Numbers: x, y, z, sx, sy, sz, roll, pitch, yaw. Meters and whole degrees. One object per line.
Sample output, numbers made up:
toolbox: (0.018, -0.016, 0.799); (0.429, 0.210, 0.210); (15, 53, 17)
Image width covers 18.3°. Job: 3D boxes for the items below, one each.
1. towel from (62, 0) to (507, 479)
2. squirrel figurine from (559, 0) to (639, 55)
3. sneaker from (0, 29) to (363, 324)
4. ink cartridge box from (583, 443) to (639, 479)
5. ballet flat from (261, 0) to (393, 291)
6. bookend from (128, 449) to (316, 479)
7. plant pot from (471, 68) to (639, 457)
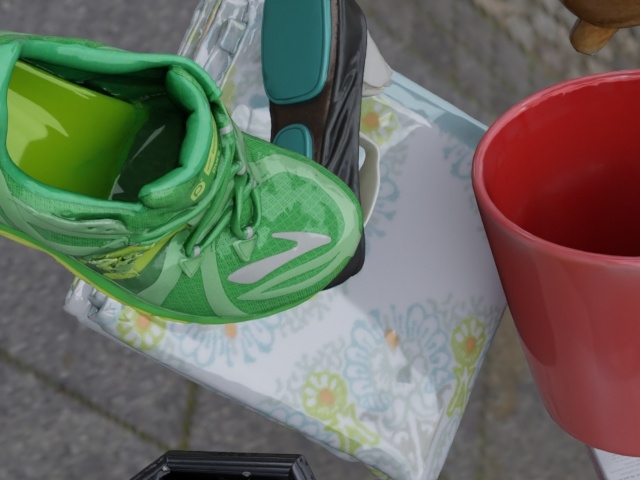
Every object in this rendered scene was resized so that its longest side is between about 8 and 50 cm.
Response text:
towel: (0.000, 0.000, 1.707); (0.374, 0.090, 0.320); (29, 79, -22)
squirrel figurine: (0.248, -0.297, 1.311); (0.370, 0.397, 0.281); (-44, 134, -12)
sneaker: (-0.081, -0.025, 0.966); (0.295, 0.123, 0.109); (18, 77, -42)
ink cartridge box: (0.373, 0.215, 2.070); (0.371, 0.176, 0.069); (-109, -178, -45)
ballet flat: (0.003, -0.098, 1.561); (0.096, 0.095, 0.280); (5, 89, -41)
bookend: (-0.092, 0.198, 1.186); (0.157, 0.156, 0.072); (-35, 106, -31)
plant pot: (0.270, 0.028, 1.650); (0.275, 0.275, 0.243); (-63, 152, -46)
